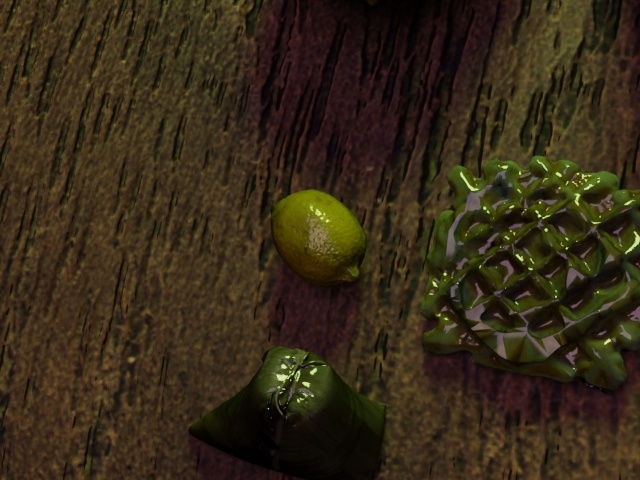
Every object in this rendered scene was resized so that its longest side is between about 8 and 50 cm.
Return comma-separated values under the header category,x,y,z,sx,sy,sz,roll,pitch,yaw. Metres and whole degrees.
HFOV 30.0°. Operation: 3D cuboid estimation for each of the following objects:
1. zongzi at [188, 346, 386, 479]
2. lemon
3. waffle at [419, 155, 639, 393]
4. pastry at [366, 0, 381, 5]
category,x,y,z,sx,sy,sz,roll,pitch,yaw
zongzi,-0.064,0.148,1.068,0.204,0.205,0.094,4,68,22
lemon,0.000,0.000,1.147,0.082,0.082,0.111,-46,72,3
waffle,0.203,0.022,1.091,0.223,0.054,0.204,11,80,21
pastry,0.079,-0.359,1.166,0.311,0.162,0.255,-43,58,-7
